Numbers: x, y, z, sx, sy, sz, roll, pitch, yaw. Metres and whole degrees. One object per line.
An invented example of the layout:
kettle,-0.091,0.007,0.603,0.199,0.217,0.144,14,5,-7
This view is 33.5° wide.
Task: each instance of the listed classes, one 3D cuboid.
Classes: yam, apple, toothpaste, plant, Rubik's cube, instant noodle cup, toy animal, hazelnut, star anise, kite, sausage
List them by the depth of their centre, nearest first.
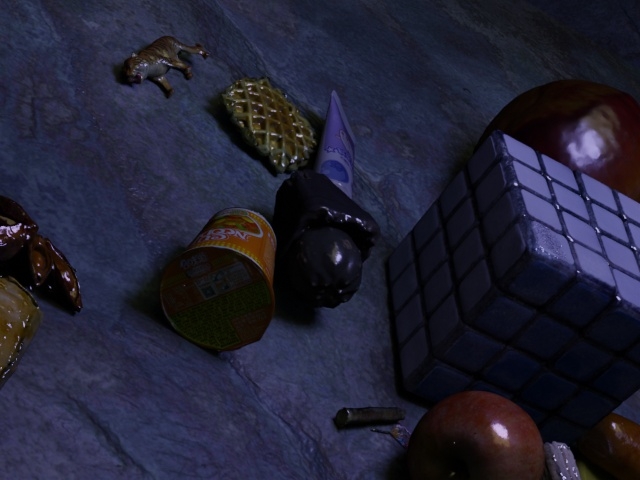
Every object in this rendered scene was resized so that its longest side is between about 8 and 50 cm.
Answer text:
star anise,-0.386,0.016,1.375,0.212,0.053,0.157,46,13,-2
apple,0.223,0.307,1.508,0.174,0.188,0.188,3,46,-57
instant noodle cup,-0.131,0.042,1.532,0.168,0.168,0.185,32,26,-9
yam,0.075,0.260,1.569,0.130,0.033,0.027,9,15,-44
kite,0.112,0.293,1.582,0.078,0.002,0.044,0,48,-46
plant,0.000,0.000,1.689,0.142,0.164,0.256,22,34,-27
Rubik's cube,0.345,0.086,1.749,0.337,0.344,0.343,26,33,-21
sausage,0.547,0.381,1.776,0.271,0.109,0.109,38,32,-1
toy animal,-0.276,-0.327,1.924,0.099,0.056,0.241,35,33,-4
toothpaste,0.025,-0.145,1.972,0.371,0.080,0.125,-81,151,-56
hazelnut,0.512,-0.144,2.175,0.402,0.402,0.429,37,21,-2

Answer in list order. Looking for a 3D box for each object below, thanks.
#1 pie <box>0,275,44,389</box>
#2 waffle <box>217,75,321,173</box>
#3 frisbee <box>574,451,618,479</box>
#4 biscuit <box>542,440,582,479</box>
pie,-0.415,0.135,1.207,0.129,0.068,0.282,35,36,-9
waffle,-0.090,-0.219,1.973,0.208,0.054,0.214,46,31,6
frisbee,0.520,0.443,1.782,0.236,0.017,0.236,26,34,-19
biscuit,0.353,0.417,1.565,0.062,0.108,0.238,17,38,-26
